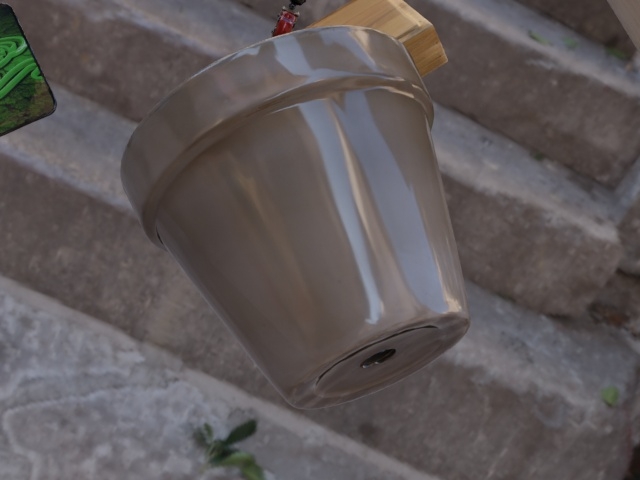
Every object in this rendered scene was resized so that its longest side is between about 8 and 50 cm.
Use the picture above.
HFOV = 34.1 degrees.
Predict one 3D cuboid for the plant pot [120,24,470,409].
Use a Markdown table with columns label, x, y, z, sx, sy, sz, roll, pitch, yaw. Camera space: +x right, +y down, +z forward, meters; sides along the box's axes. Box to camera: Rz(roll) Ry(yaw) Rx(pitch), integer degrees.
| label | x | y | z | sx | sy | sz | roll | pitch | yaw |
| --- | --- | --- | --- | --- | --- | --- | --- | --- | --- |
| plant pot | 0.000 | 0.000 | 1.021 | 0.323 | 0.323 | 0.280 | -2 | 59 | -42 |

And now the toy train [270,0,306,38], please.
| label | x | y | z | sx | sy | sz | roll | pitch | yaw |
| --- | --- | --- | --- | --- | --- | --- | --- | --- | --- |
| toy train | -0.046 | -0.268 | 1.320 | 0.027 | 0.158 | 0.036 | 23 | 2 | -13 |

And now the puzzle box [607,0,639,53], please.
| label | x | y | z | sx | sy | sz | roll | pitch | yaw |
| --- | --- | --- | --- | --- | --- | --- | --- | --- | --- |
| puzzle box | 0.282 | -0.403 | 0.913 | 0.409 | 0.272 | 0.052 | 48 | -14 | -27 |

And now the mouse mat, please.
| label | x | y | z | sx | sy | sz | roll | pitch | yaw |
| --- | --- | --- | --- | --- | --- | --- | --- | --- | --- |
| mouse mat | -0.401 | -0.167 | 1.140 | 0.190 | 0.007 | 0.152 | -25 | 76 | -11 |

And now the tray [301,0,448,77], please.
| label | x | y | z | sx | sy | sz | roll | pitch | yaw |
| --- | --- | --- | --- | --- | --- | --- | --- | --- | --- |
| tray | -0.037 | -0.228 | 1.564 | 0.076 | 0.411 | 0.203 | 61 | -3 | -36 |
